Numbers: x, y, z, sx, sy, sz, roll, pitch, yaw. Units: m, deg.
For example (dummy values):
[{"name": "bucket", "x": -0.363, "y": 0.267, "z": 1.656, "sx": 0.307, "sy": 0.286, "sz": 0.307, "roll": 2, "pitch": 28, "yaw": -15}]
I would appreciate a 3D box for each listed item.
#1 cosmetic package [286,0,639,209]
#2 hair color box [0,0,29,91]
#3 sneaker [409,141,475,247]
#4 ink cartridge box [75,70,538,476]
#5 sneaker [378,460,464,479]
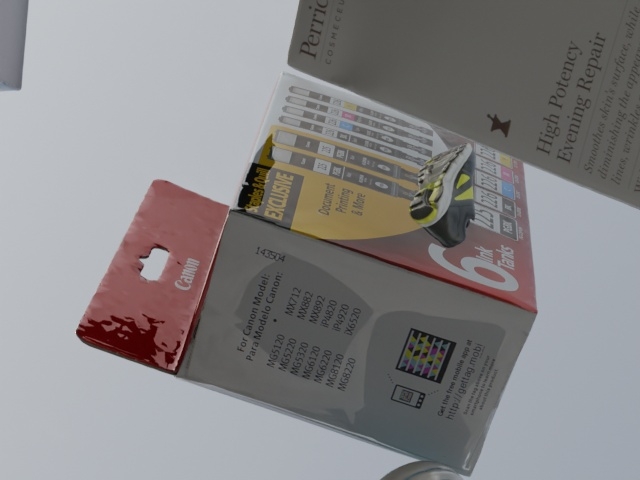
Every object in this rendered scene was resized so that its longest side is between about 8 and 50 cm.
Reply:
[{"name": "cosmetic package", "x": 0.105, "y": -0.107, "z": 0.862, "sx": 0.231, "sy": 0.085, "sz": 0.117, "roll": 23, "pitch": -65, "yaw": 23}, {"name": "hair color box", "x": -0.306, "y": -0.311, "z": 1.310, "sx": 0.113, "sy": 0.185, "sz": 0.374, "roll": -1, "pitch": -98, "yaw": 27}, {"name": "sneaker", "x": 0.074, "y": -0.025, "z": 1.004, "sx": 0.031, "sy": 0.035, "sz": 0.083, "roll": -22, "pitch": -156, "yaw": 33}, {"name": "ink cartridge box", "x": 0.000, "y": 0.000, "z": 1.214, "sx": 0.271, "sy": 0.309, "sz": 0.130, "roll": 18, "pitch": -68, "yaw": -3}, {"name": "sneaker", "x": 0.090, "y": 0.306, "z": 1.042, "sx": 0.208, "sy": 0.127, "sz": 0.319, "roll": 28, "pitch": -61, "yaw": 48}]
